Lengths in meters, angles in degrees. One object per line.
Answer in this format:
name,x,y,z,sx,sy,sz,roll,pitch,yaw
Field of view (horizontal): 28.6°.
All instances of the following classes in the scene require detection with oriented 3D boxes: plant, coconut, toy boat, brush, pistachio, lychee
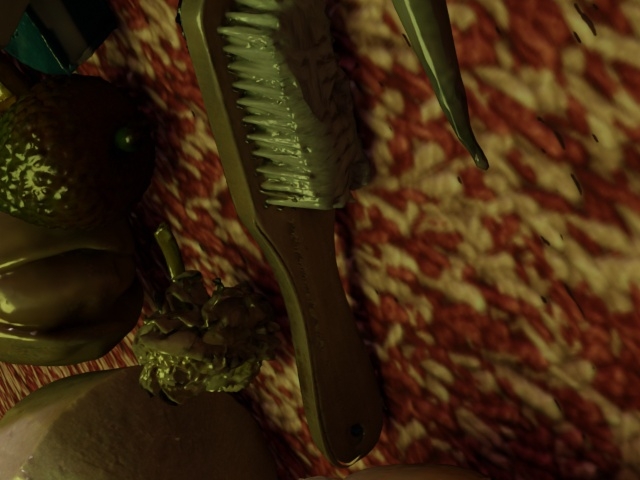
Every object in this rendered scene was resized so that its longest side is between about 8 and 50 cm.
plant,-0.089,0.051,0.862,0.122,0.104,0.116,63,165,11
coconut,-0.152,0.217,0.986,0.244,0.239,0.239,-10,106,62
toy boat,-0.239,-0.210,0.919,0.299,0.061,0.096,45,148,32
brush,0.000,0.000,0.702,0.065,0.070,0.328,18,132,41
pistachio,-0.255,0.014,1.028,0.293,0.181,0.162,21,117,42
lychee,-0.173,-0.060,0.883,0.146,0.114,0.114,-16,103,29

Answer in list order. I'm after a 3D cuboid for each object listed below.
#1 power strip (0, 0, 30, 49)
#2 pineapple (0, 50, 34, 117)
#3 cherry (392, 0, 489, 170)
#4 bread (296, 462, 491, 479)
power strip,-0.234,-0.212,0.774,0.224,0.139,0.140,11,147,9
pineapple,-0.335,-0.128,1.037,0.249,0.164,0.140,35,-177,18
cherry,0.026,-0.160,0.323,0.213,0.236,0.286,-72,-25,-83
bread,0.040,0.304,0.619,0.253,0.348,0.376,-32,85,23
